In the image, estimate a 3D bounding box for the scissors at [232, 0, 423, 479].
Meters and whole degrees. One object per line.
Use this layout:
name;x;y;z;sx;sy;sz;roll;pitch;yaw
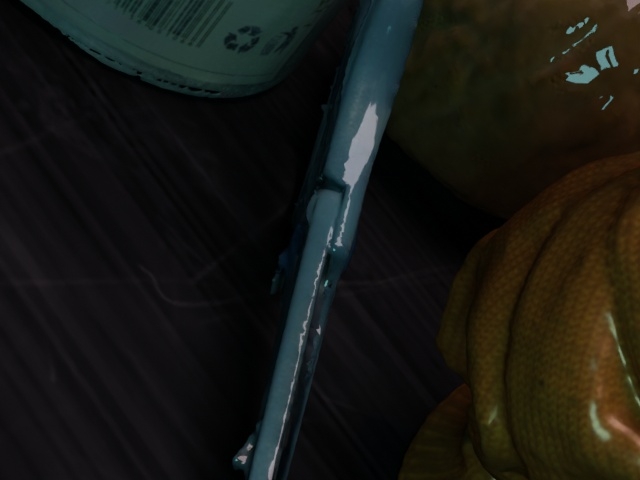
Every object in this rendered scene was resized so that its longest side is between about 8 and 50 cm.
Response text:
scissors;-0.001;0.000;0.767;0.032;0.180;0.393;16;50;-3

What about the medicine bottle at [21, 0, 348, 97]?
medicine bottle;-0.032;-0.255;0.882;0.245;0.290;0.245;28;35;-21

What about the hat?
hat;0.134;0.029;0.690;0.233;0.233;0.244;17;36;30

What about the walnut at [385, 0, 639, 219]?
walnut;0.140;-0.119;0.963;0.228;0.228;0.228;28;34;-21
